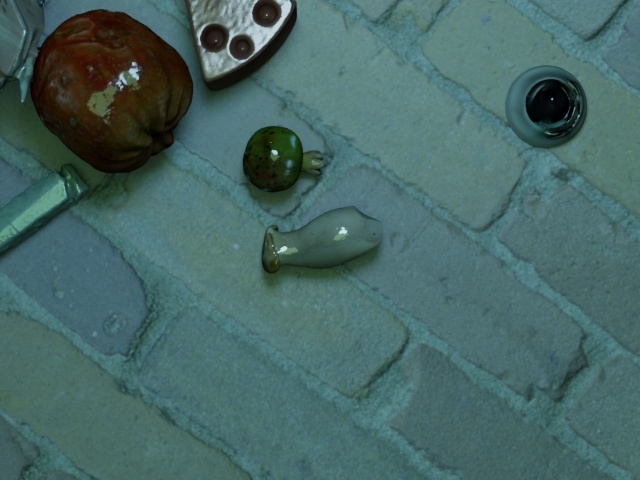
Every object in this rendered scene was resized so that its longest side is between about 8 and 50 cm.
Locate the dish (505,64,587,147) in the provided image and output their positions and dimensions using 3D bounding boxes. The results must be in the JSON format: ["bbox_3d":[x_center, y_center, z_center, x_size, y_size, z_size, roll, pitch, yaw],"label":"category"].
[{"bbox_3d":[0.386,-0.229,1.841,0.141,0.078,0.141,0,91,0],"label":"dish"}]

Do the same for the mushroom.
[{"bbox_3d":[0.000,-0.001,1.844,0.212,0.088,0.097,-11,81,7],"label":"mushroom"}]

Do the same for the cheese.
[{"bbox_3d":[-0.125,-0.367,1.826,0.177,0.128,0.203,-12,87,-1],"label":"cheese"}]

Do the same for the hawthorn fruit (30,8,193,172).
[{"bbox_3d":[-0.335,-0.242,1.761,0.258,0.258,0.262,-21,85,1],"label":"hawthorn fruit"}]

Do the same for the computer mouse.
[{"bbox_3d":[-0.531,-0.361,1.747,0.199,0.115,0.389,-42,50,31],"label":"computer mouse"}]

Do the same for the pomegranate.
[{"bbox_3d":[-0.061,-0.133,1.840,0.142,0.114,0.115,6,91,-25],"label":"pomegranate"}]

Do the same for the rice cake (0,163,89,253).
[{"bbox_3d":[-0.545,-0.014,1.862,0.336,0.063,0.066,-34,87,2],"label":"rice cake"}]
